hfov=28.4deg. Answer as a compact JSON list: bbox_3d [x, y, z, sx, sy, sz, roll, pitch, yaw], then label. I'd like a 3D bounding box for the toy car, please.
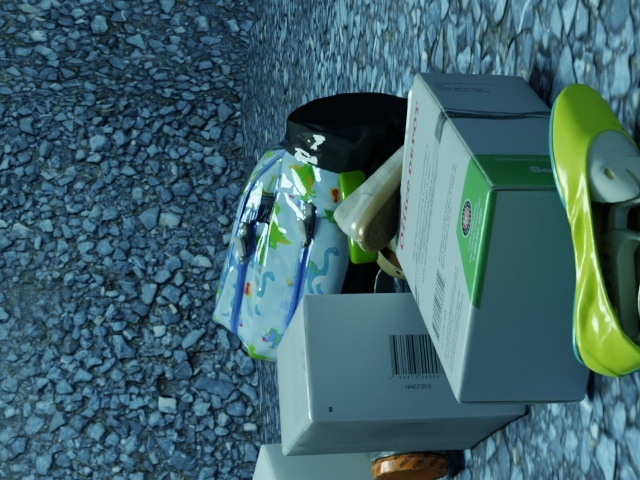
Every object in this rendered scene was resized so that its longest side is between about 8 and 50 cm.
[{"bbox_3d":[0.107,0.012,1.462,0.188,0.155,0.149,86,177,-46],"label":"toy car"}]

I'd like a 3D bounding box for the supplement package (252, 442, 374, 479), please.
[{"bbox_3d":[-0.008,0.445,1.775,0.177,0.175,0.293,-113,30,-48],"label":"supplement package"}]

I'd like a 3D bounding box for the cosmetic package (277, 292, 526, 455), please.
[{"bbox_3d":[0.078,0.148,1.372,0.225,0.224,0.138,115,153,-68],"label":"cosmetic package"}]

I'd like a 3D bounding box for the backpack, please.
[{"bbox_3d":[0.000,0.000,1.657,0.290,0.273,0.356,-52,-37,-69],"label":"backpack"}]

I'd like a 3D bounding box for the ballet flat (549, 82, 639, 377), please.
[{"bbox_3d":[0.229,-0.011,0.965,0.077,0.077,0.231,-11,81,59],"label":"ballet flat"}]

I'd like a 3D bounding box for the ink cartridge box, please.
[{"bbox_3d":[0.161,-0.014,1.174,0.289,0.121,0.211,-107,19,-62],"label":"ink cartridge box"}]

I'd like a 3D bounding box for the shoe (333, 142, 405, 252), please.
[{"bbox_3d":[0.101,-0.082,1.347,0.058,0.219,0.076,32,163,45],"label":"shoe"}]

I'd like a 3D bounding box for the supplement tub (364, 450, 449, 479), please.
[{"bbox_3d":[0.102,0.198,1.557,0.117,0.117,0.190,112,157,-66],"label":"supplement tub"}]
